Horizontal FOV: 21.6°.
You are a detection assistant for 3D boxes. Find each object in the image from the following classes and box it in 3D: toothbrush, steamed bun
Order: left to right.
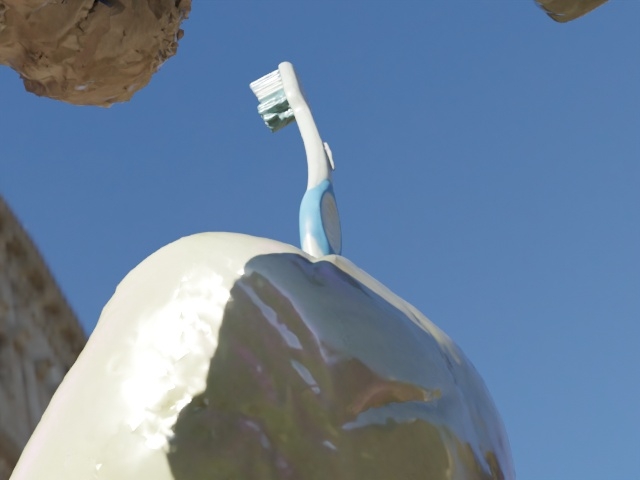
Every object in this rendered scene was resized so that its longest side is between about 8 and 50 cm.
[{"bbox_3d":[-0.011,0.127,0.531,0.170,0.153,0.238,30,-96,-57],"label":"steamed bun"},{"bbox_3d":[0.004,-0.002,1.050,0.040,0.386,0.040,-7,-51,-9],"label":"toothbrush"}]

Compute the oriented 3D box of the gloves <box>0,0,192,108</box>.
[{"bbox_3d":[-0.093,-0.084,0.414,0.144,0.110,0.094,-10,12,-42],"label":"gloves"}]

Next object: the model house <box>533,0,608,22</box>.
[{"bbox_3d":[0.124,-0.256,1.192,0.188,0.229,0.122,18,-63,-31],"label":"model house"}]
